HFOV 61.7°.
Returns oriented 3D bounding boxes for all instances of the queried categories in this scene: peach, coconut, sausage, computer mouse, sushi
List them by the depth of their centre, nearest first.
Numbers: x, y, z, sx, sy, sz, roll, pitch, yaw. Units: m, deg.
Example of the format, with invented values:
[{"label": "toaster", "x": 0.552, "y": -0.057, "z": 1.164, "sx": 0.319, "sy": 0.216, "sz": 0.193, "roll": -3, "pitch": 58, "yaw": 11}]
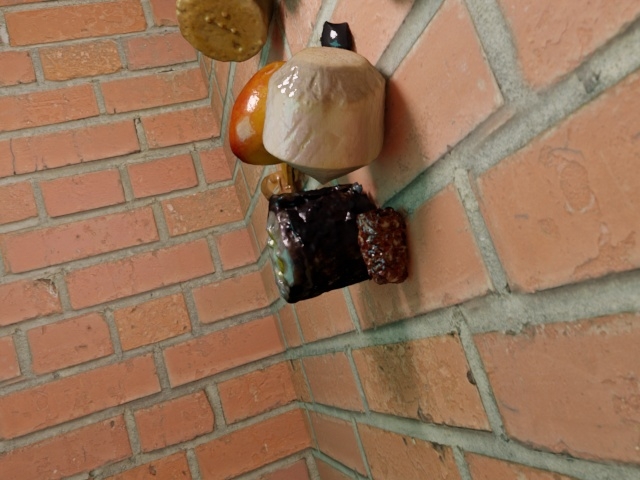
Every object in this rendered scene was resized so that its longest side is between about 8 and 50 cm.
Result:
[{"label": "coconut", "x": 0.012, "y": -0.277, "z": 1.259, "sx": 0.329, "sy": 0.328, "sz": 0.329, "roll": 165, "pitch": 90, "yaw": -73}, {"label": "computer mouse", "x": 0.027, "y": -0.516, "z": 1.386, "sx": 0.172, "sy": 0.057, "sz": 0.099, "roll": -128, "pitch": 32, "yaw": -55}, {"label": "sushi", "x": 0.002, "y": 0.000, "z": 1.495, "sx": 0.281, "sy": 0.294, "sz": 0.299, "roll": 141, "pitch": 114, "yaw": -75}, {"label": "peach", "x": -0.129, "y": -0.368, "z": 1.583, "sx": 0.289, "sy": 0.308, "sz": 0.289, "roll": 47, "pitch": 148, "yaw": 43}, {"label": "sausage", "x": -0.165, "y": -0.209, "z": 2.131, "sx": 0.241, "sy": 0.120, "sz": 0.136, "roll": -165, "pitch": 60, "yaw": -70}]

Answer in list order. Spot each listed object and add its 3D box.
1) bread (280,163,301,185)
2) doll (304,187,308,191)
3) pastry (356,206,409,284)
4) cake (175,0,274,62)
[{"label": "bread", "x": -0.105, "y": -0.302, "z": 1.944, "sx": 0.200, "sy": 0.077, "sz": 0.116, "roll": 97, "pitch": 151, "yaw": -54}, {"label": "doll", "x": -0.044, "y": -0.115, "z": 1.940, "sx": 0.159, "sy": 0.059, "sz": 0.159, "roll": 99, "pitch": 149, "yaw": -55}, {"label": "pastry", "x": 0.155, "y": 0.018, "z": 1.330, "sx": 0.115, "sy": 0.097, "sz": 0.209, "roll": 19, "pitch": 125, "yaw": 50}, {"label": "cake", "x": -0.314, "y": -0.832, "z": 1.847, "sx": 0.332, "sy": 0.332, "sz": 0.321, "roll": 105, "pitch": 172, "yaw": -58}]
